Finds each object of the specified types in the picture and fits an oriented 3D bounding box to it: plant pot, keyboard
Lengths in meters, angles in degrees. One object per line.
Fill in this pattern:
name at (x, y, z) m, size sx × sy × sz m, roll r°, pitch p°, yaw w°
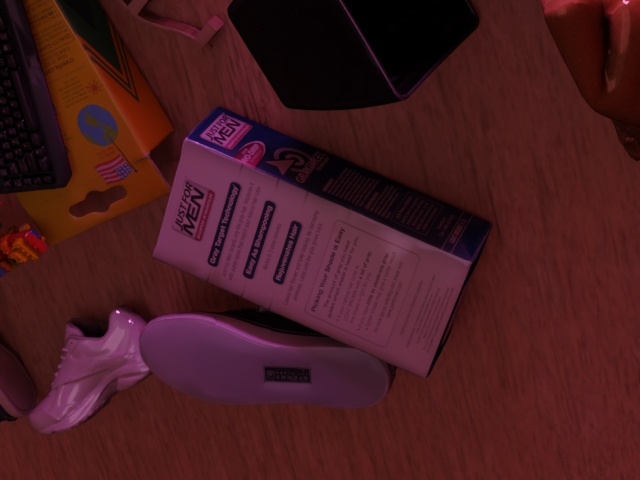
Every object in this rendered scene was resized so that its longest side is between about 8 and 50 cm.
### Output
plant pot at (0.021, -0.237, 1.792) m, size 0.167 × 0.187 × 0.188 m, roll -20°, pitch 108°, yaw 43°
keyboard at (-0.408, -0.197, 1.963) m, size 0.202 × 0.033 × 0.317 m, roll -3°, pitch 115°, yaw 24°

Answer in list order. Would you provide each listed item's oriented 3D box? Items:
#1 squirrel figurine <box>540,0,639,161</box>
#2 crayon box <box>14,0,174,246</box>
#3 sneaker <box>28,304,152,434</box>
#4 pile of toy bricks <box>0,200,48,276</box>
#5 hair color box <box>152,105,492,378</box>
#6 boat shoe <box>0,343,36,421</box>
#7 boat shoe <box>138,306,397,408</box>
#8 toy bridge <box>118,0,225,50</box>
squirrel figurine at (0.425, -0.231, 1.620) m, size 0.370 × 0.281 × 0.397 m, roll -19°, pitch 123°, yaw 18°
crayon box at (-0.312, -0.169, 2.006) m, size 0.202 × 0.081 × 0.318 m, roll -21°, pitch 107°, yaw 29°
sneaker at (-0.294, 0.156, 2.182) m, size 0.232 × 0.090 × 0.115 m, roll -36°, pitch 93°, yaw 23°
pile of toy bricks at (-0.427, 0.020, 2.079) m, size 0.118 × 0.105 × 0.212 m, roll 41°, pitch 153°, yaw -27°
hair color box at (0.000, 0.000, 1.962) m, size 0.347 × 0.105 × 0.174 m, roll 24°, pitch 122°, yaw 7°
boat shoe at (-0.461, 0.131, 2.220) m, size 0.079 × 0.095 × 0.254 m, roll -20°, pitch 120°, yaw 23°
boat shoe at (-0.058, 0.125, 2.054) m, size 0.306 × 0.105 × 0.113 m, roll 1°, pitch 113°, yaw 13°
toy bridge at (-0.192, -0.277, 1.935) m, size 0.188 × 0.026 × 0.063 m, roll 42°, pitch 126°, yaw -4°
